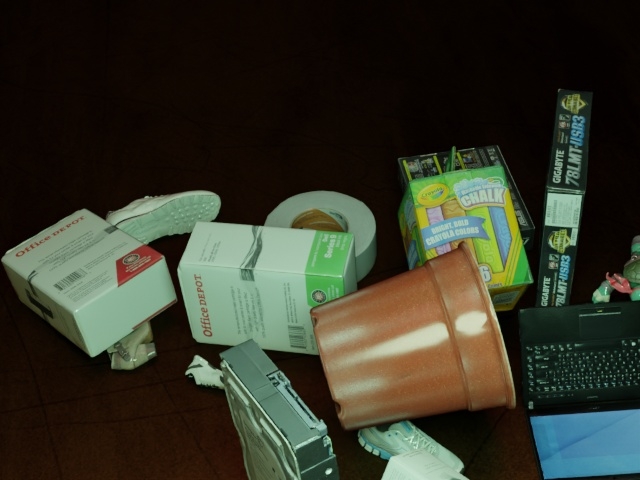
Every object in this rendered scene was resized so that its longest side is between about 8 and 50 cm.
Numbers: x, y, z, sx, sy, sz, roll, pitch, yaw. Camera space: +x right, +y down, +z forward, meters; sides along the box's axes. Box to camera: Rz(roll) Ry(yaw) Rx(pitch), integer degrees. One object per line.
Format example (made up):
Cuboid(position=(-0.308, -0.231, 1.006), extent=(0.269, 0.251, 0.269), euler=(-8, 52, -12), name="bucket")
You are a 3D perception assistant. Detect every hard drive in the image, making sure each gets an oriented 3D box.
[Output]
Cuboid(position=(-0.043, 0.334, 1.515), extent=(0.064, 0.339, 0.237), euler=(-23, 37, -20), name="hard drive")

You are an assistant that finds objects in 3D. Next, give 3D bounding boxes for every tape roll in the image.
Cuboid(position=(0.000, 0.000, 2.085), extent=(0.219, 0.072, 0.219), euler=(-2, 44, 2), name="tape roll")

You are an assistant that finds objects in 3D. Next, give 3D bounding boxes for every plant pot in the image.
Cuboid(position=(0.134, 0.166, 1.674), extent=(0.265, 0.272, 0.272), euler=(-16, 44, 1), name="plant pot")

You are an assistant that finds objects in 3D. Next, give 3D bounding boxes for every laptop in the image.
Cuboid(position=(0.454, 0.242, 1.742), extent=(0.234, 0.264, 0.136), euler=(-4, 7, 0), name="laptop")

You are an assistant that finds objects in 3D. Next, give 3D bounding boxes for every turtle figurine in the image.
Cuboid(position=(0.591, 0.075, 1.934), extent=(0.175, 0.118, 0.234), euler=(16, 41, 21), name="turtle figurine")

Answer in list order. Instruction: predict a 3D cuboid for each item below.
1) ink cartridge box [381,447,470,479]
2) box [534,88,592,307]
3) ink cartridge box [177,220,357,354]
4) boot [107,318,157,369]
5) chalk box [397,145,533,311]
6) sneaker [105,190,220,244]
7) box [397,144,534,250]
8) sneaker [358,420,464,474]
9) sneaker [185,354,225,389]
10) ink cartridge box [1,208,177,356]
Cuboid(position=(0.180, 0.425, 1.545), extent=(0.218, 0.159, 0.092), euler=(31, 19, 33), name="ink cartridge box")
Cuboid(position=(0.443, -0.074, 1.967), extent=(0.073, 0.293, 0.296), euler=(7, 45, 10), name="box")
Cuboid(position=(-0.086, 0.085, 1.898), extent=(0.289, 0.211, 0.122), euler=(5, 45, 10), name="ink cartridge box")
Cuboid(position=(-0.345, 0.182, 1.942), extent=(0.087, 0.042, 0.118), euler=(-14, 44, -7), name="boot")
Cuboid(position=(0.246, -0.020, 1.929), extent=(0.179, 0.180, 0.289), euler=(-10, 71, -6), name="chalk box")
Cuboid(position=(-0.319, -0.060, 2.171), extent=(0.235, 0.090, 0.095), euler=(-16, 35, -14), name="sneaker")
Cuboid(position=(0.285, -0.076, 2.152), extent=(0.216, 0.060, 0.270), euler=(-9, 43, -4), name="box")
Cuboid(position=(0.142, 0.325, 1.721), extent=(0.190, 0.083, 0.071), euler=(22, 48, 24), name="sneaker")
Cuboid(position=(-0.189, 0.243, 1.872), extent=(0.109, 0.040, 0.044), euler=(26, 67, 33), name="sneaker")
Cuboid(position=(-0.429, 0.070, 1.986), extent=(0.197, 0.114, 0.273), euler=(-34, 42, -28), name="ink cartridge box")
